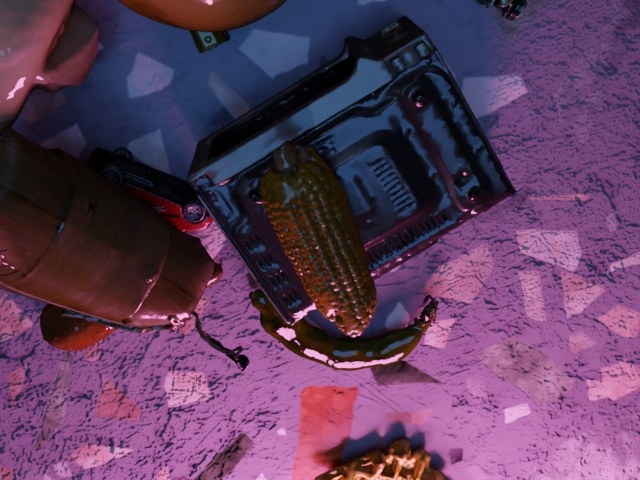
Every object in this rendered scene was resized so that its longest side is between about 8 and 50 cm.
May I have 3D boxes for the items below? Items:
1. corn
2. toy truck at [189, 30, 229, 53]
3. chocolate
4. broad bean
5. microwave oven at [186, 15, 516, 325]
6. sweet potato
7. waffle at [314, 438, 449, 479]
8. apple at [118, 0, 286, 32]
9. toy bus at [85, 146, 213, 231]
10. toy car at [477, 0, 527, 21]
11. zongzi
[{"bbox_3d":[0.000,0.000,1.122,0.097,0.097,0.261,-21,112,4],"label":"corn"},{"bbox_3d":[-0.162,-0.298,1.255,0.049,0.054,0.083,-24,108,5],"label":"toy truck"},{"bbox_3d":[-0.425,-0.267,1.109,0.297,0.326,0.314,34,146,-11],"label":"chocolate"},{"bbox_3d":[0.030,0.137,1.418,0.292,0.049,0.144,4,119,-9],"label":"broad bean"},{"bbox_3d":[0.040,-0.093,1.253,0.355,0.218,0.286,-30,107,7],"label":"microwave oven"},{"bbox_3d":[-0.287,0.082,1.364,0.292,0.097,0.097,-23,109,5],"label":"sweet potato"},{"bbox_3d":[0.100,0.459,1.541,0.261,0.056,0.250,-26,110,4],"label":"waffle"},{"bbox_3d":[-0.165,-0.382,1.106,0.234,0.295,0.258,-20,148,19],"label":"apple"},{"bbox_3d":[-0.245,-0.058,1.325,0.195,0.081,0.089,22,117,-11],"label":"toy bus"},{"bbox_3d":[0.271,-0.372,1.253,0.073,0.054,0.143,26,105,-11],"label":"toy car"},{"bbox_3d":[-0.333,0.035,1.292,0.447,0.418,0.181,34,63,-34],"label":"zongzi"}]
